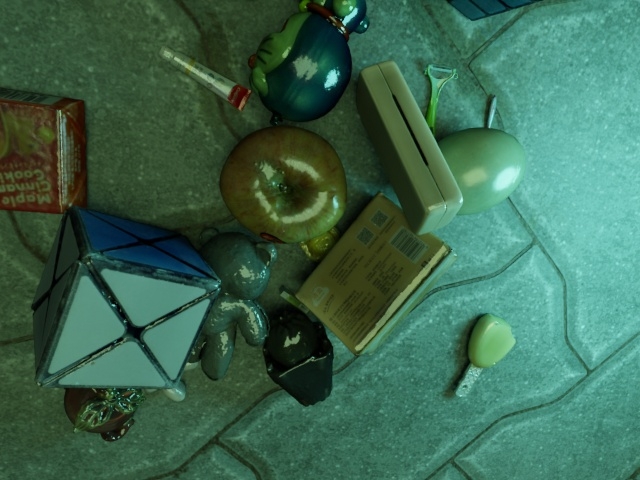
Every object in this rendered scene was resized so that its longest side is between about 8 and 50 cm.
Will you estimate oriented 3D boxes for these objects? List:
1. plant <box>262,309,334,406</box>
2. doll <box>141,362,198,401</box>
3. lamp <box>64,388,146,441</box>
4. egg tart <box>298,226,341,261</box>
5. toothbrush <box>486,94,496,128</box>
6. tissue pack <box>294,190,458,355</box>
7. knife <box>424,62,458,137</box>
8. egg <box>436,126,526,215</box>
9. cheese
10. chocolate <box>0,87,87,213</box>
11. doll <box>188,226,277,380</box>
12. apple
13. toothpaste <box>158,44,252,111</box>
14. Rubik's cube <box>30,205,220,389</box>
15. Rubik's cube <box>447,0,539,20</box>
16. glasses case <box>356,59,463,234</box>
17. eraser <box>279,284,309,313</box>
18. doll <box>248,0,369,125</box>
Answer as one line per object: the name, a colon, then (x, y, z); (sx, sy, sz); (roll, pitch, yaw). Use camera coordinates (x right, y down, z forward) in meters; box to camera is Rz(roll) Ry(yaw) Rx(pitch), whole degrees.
plant: (-0.051, 0.278, 1.081); (0.165, 0.142, 0.255); (-19, 121, -5)
doll: (-0.378, 0.295, 1.062); (0.160, 0.059, 0.160); (18, 103, -17)
lamp: (-0.471, 0.350, 0.999); (0.151, 0.223, 0.215); (-34, 101, -20)
egg tart: (0.000, 0.000, 1.057); (0.105, 0.039, 0.105); (-3, 107, -10)
toothbrush: (0.398, -0.247, 1.073); (0.013, 0.019, 0.193); (3, 104, -11)
tissue pack: (0.138, 0.084, 1.042); (0.239, 0.238, 0.305); (38, 96, -19)
knife: (0.262, -0.312, 1.022); (0.078, 0.022, 0.166); (6, 104, -6)
egg: (0.330, -0.152, 0.998); (0.253, 0.186, 0.186); (-25, 110, -6)
cheese: (0.444, 0.326, 1.240); (0.127, 0.050, 0.255); (20, 104, -18)
chocolate: (-0.585, -0.165, 0.858); (0.238, 0.108, 0.234); (5, 107, -14)
doll: (-0.214, 0.133, 1.010); (0.246, 0.158, 0.340); (21, 108, 19)
apple: (-0.072, -0.115, 0.927); (0.261, 0.194, 0.260); (-2, 105, -9)
toothpaste: (-0.234, -0.334, 0.916); (0.190, 0.031, 0.048); (27, 96, -20)
Rubik's cube: (-0.386, 0.112, 0.870); (0.260, 0.259, 0.254); (19, 101, -37)
Rubik's cube: (0.312, -0.639, 0.764); (0.337, 0.344, 0.343); (29, 100, -16)
glasses case: (0.167, -0.185, 0.897); (0.076, 0.144, 0.336); (-20, 74, -4)
eraser: (-0.063, 0.143, 1.089); (0.083, 0.038, 0.019); (37, 102, -18)
doll: (-0.017, -0.365, 0.860); (0.186, 0.198, 0.321); (29, 96, -16)
